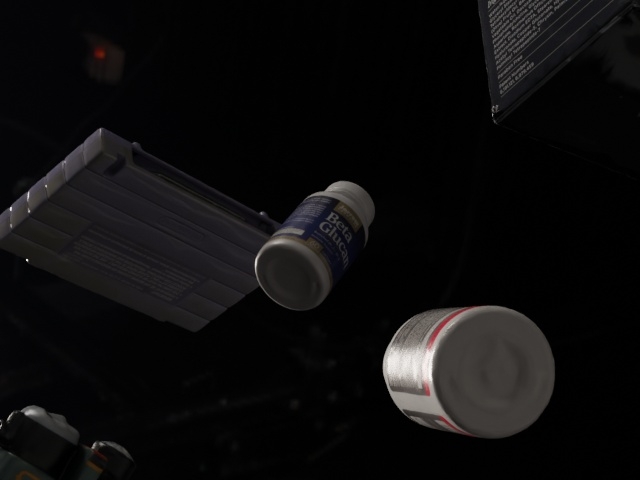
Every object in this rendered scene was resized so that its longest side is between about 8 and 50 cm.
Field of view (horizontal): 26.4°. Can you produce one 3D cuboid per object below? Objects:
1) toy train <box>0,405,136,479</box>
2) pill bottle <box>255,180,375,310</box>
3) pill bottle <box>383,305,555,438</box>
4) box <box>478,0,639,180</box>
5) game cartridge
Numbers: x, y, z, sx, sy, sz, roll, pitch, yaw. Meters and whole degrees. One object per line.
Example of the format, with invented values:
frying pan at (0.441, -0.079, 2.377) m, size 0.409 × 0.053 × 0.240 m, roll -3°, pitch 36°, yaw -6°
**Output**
toy train at (-0.324, 0.332, 1.388) m, size 0.190 × 0.334 × 0.142 m, roll 42°, pitch 162°, yaw -32°
pill bottle at (0.000, 0.000, 1.617) m, size 0.094 × 0.094 × 0.169 m, roll 20°, pitch -140°, yaw 17°
pill bottle at (0.192, 0.183, 1.930) m, size 0.176 × 0.176 × 0.318 m, roll 5°, pitch 175°, yaw -13°
box at (0.324, -0.224, 1.256) m, size 0.343 × 0.179 × 0.312 m, roll 17°, pitch -129°, yaw -29°
game cartridge at (-0.228, -0.003, 1.818) m, size 0.355 × 0.230 × 0.068 m, roll 29°, pitch -140°, yaw -40°
